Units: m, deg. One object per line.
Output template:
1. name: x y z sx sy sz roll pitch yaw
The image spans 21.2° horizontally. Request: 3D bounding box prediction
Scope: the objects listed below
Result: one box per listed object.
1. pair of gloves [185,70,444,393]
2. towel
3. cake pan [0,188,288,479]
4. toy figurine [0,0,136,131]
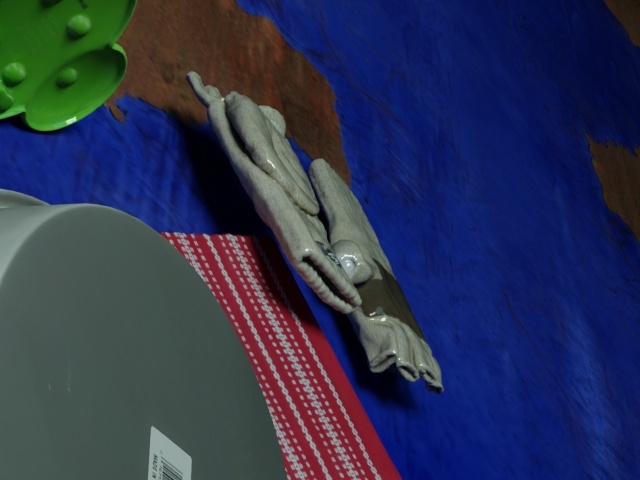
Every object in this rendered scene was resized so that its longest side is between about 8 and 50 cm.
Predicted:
1. pair of gloves: 0.000 0.000 1.166 0.240 0.042 0.204 44 16 -52
2. towel: -0.056 0.082 0.975 0.199 0.031 0.275 61 23 15
3. cake pan: -0.089 0.112 0.722 0.293 0.054 0.293 49 33 -47
4. toy figurine: -0.193 -0.160 0.963 0.159 0.130 0.173 52 -2 19
